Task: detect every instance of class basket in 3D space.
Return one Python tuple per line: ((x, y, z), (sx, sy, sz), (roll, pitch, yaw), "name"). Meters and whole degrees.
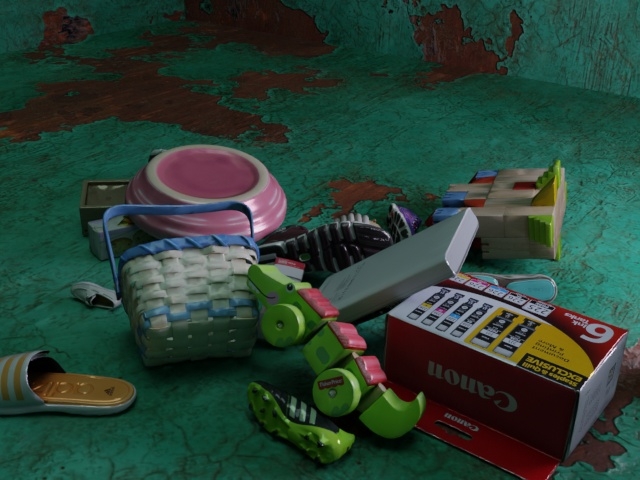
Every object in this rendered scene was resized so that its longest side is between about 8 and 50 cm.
((-0.222, 0.054, 1.353), (0.255, 0.201, 0.289), (-3, 57, -14), "basket")

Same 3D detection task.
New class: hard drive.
((0.109, 0.059, 1.387), (0.307, 0.040, 0.203), (-27, 13, 30), "hard drive")

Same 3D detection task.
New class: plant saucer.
((-0.232, -0.105, 1.694), (0.332, 0.084, 0.332), (5, 33, -4), "plant saucer")

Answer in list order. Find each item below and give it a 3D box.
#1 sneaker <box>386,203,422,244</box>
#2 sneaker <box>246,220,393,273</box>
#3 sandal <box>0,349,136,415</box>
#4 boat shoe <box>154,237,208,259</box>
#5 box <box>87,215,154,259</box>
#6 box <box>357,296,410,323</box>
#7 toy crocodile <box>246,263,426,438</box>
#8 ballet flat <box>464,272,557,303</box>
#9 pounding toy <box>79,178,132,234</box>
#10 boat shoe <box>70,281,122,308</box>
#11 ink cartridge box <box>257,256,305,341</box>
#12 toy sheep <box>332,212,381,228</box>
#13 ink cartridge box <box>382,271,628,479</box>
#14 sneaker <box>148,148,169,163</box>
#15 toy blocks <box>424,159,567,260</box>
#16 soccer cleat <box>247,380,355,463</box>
((0.189, -0.038, 1.792), (0.071, 0.068, 0.170), (7, 24, -6), "sneaker")
((0.000, 0.000, 1.613), (0.281, 0.106, 0.162), (-7, 19, 5), "sneaker")
((-0.403, 0.198, 1.207), (0.265, 0.076, 0.102), (2, 25, -3), "sandal")
((-0.264, 0.020, 1.630), (0.059, 0.063, 0.170), (-17, 40, -43), "boat shoe")
((-0.322, -0.033, 1.724), (0.324, 0.067, 0.063), (-14, 31, -34), "box")
((0.158, 0.057, 1.512), (0.159, 0.044, 0.233), (-25, 12, 29), "box")
((0.014, 0.154, 1.209), (0.340, 0.105, 0.115), (49, 17, 24), "toy crocodile")
((0.331, 0.096, 1.538), (0.213, 0.072, 0.068), (0, -2, -7), "ballet flat")
((-0.444, -0.070, 1.781), (0.130, 0.100, 0.141), (-2, 36, -9), "pounding toy")
((-0.404, 0.101, 1.469), (0.100, 0.035, 0.035), (15, 24, 10), "boat shoe")
((-0.068, 0.102, 1.406), (0.056, 0.099, 0.135), (14, 21, -1), "ink cartridge box")
((0.063, -0.014, 1.706), (0.132, 0.091, 0.091), (-3, 25, 0), "toy sheep")
((0.257, 0.188, 1.239), (0.309, 0.130, 0.272), (20, 31, 31), "ink cartridge box")
((-0.274, -0.142, 1.935), (0.292, 0.110, 0.118), (22, 23, 20), "sneaker")
((0.381, -0.064, 1.772), (0.261, 0.190, 0.381), (0, 23, 21), "toy blocks")
((-0.031, 0.253, 1.164), (0.179, 0.060, 0.072), (30, 26, 34), "soccer cleat")
